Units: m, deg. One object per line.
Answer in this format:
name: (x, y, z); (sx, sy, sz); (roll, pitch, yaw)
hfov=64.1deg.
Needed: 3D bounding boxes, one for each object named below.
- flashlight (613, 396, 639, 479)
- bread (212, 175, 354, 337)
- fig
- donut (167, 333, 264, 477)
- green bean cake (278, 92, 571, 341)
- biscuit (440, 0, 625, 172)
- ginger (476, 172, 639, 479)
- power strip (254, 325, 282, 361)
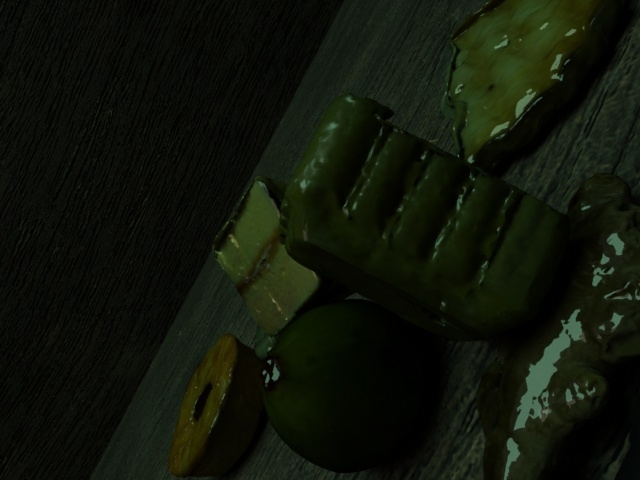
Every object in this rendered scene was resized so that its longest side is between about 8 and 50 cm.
flashlight: (0.188, 0.205, 0.303); (0.232, 0.093, 0.093); (-58, 18, -7)
bread: (0.003, 0.000, 0.734); (0.264, 0.163, 0.167); (-21, -21, -49)
fig: (0.012, 0.159, 0.604); (0.203, 0.225, 0.202); (-21, 56, 35)
donut: (-0.206, 0.348, 1.061); (0.303, 0.110, 0.302); (-51, 23, 32)
green bean cake: (0.077, -0.001, 0.492); (0.124, 0.236, 0.233); (-62, -1, -10)
biscuit: (0.263, -0.237, 0.731); (0.335, 0.078, 0.329); (-65, 22, -8)
ginger: (0.205, 0.086, 0.426); (0.166, 0.080, 0.332); (124, 171, -83)
power strip: (-0.091, 0.140, 1.142); (0.092, 0.066, 0.387); (-51, 19, 25)
